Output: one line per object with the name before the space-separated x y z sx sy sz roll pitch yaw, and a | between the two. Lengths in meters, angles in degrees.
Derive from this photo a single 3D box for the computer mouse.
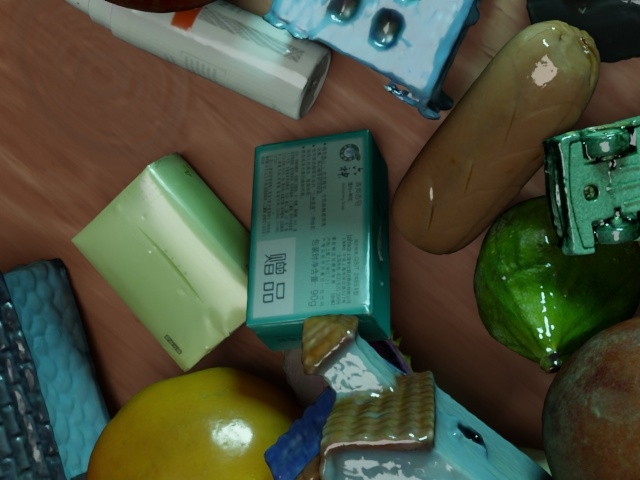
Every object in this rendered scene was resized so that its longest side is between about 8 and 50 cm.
computer mouse | 0.360 -0.288 1.049 0.269 0.100 0.170 -7 99 16

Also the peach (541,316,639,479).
peach | 0.336 0.195 0.933 0.252 0.252 0.253 3 104 14

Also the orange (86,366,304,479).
orange | -0.140 0.313 1.216 0.312 0.312 0.312 3 104 14

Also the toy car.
toy car | 0.392 -0.077 1.051 0.320 0.097 0.142 -13 101 -13

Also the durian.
durian | 0.034 0.198 1.238 0.186 0.153 0.261 2 108 36

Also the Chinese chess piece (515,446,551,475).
Chinese chess piece | 0.246 0.427 1.193 0.337 0.140 0.338 -1 86 8

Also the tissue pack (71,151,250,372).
tissue pack | -0.179 0.027 1.248 0.159 0.125 0.234 -40 92 19

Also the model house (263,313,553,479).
model house | 0.054 0.246 0.980 0.251 0.295 0.329 -43 94 12

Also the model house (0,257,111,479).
model house | -0.490 0.237 1.243 0.297 0.339 0.360 -15 90 16

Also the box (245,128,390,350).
box | 0.000 0.000 1.148 0.153 0.092 0.245 -6 62 17

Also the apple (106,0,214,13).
apple | -0.175 -0.431 1.035 0.348 0.277 0.349 0 80 0

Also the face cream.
face cream | -0.160 -0.262 1.188 0.345 0.102 0.102 26 108 6

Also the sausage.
sausage | 0.197 -0.113 1.090 0.121 0.121 0.304 37 124 3

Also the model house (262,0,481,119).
model house | 0.103 -0.316 1.040 0.215 0.237 0.303 26 106 6

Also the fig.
fig | 0.263 0.058 1.087 0.203 0.235 0.203 5 108 16
